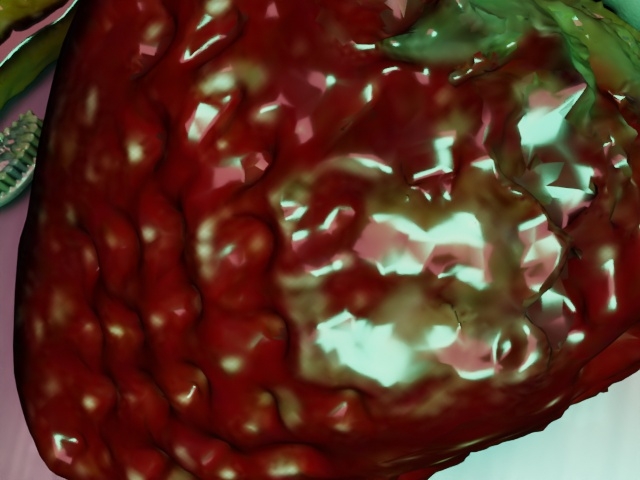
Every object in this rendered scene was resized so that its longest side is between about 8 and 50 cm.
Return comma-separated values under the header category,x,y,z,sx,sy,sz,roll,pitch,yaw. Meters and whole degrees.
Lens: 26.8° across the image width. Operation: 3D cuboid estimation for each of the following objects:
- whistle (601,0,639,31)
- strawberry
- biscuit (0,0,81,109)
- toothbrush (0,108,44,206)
category,x,y,z,sx,sy,sz,roll,pitch,yaw
whistle,0.236,-0.131,0.738,0.244,0.110,0.092,27,113,8
strawberry,0.000,0.000,0.657,0.317,0.295,0.345,36,114,-7
biscuit,-0.217,-0.165,0.797,0.174,0.039,0.183,-41,78,-5
toothbrush,-0.280,0.069,0.749,0.028,0.037,0.375,41,85,14
